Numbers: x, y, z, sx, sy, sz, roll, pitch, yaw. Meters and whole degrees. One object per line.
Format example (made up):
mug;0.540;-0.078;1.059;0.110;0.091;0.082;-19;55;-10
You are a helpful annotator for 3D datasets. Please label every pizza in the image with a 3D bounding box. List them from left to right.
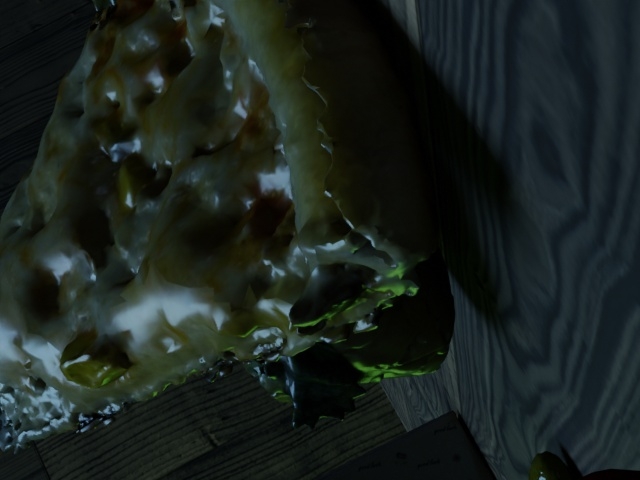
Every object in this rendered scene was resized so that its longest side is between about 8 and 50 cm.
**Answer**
pizza;-0.097;-0.087;0.822;0.080;0.435;0.391;23;-122;-40

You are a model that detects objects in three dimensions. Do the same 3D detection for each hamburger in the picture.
hamburger;0.000;0.000;0.901;0.211;0.132;0.308;39;-160;-46

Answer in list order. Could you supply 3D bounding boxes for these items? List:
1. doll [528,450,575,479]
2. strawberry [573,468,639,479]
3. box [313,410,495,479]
doll;0.170;0.247;0.914;0.137;0.097;0.209;-113;2;-58
strawberry;0.121;0.257;0.384;0.345;0.295;0.317;41;131;27
box;0.131;0.387;1.510;0.297;0.225;0.190;62;176;13
